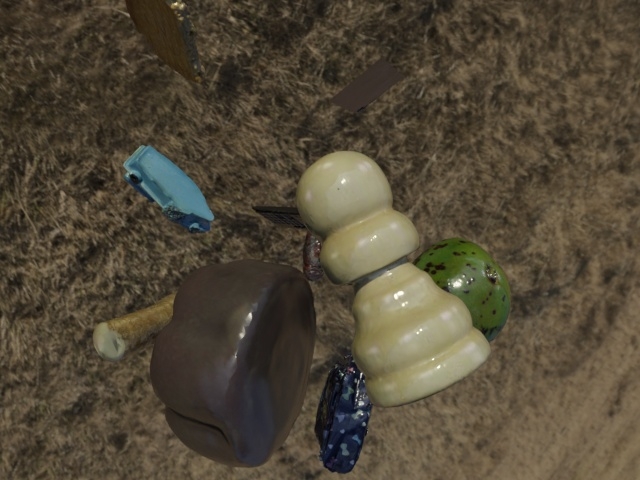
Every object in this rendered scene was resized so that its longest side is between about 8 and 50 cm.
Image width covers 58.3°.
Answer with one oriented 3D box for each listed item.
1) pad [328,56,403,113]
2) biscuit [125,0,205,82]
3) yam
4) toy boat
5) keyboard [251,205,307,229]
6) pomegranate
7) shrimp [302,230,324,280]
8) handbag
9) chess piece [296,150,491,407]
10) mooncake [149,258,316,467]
[{"bbox_3d":[0.084,-0.268,1.006,0.113,0.006,0.187,-35,174,19],"label":"pad"},{"bbox_3d":[-0.281,-0.389,1.025,0.033,0.144,0.224,-53,154,-25],"label":"biscuit"},{"bbox_3d":[-0.277,0.137,1.032,0.081,0.081,0.356,-67,167,14],"label":"yam"},{"bbox_3d":[-0.335,-0.099,1.280,0.238,0.098,0.109,45,48,-19],"label":"toy boat"},{"bbox_3d":[-0.003,-0.033,0.947,0.087,0.250,0.017,34,68,-45],"label":"keyboard"},{"bbox_3d":[0.281,0.124,1.243,0.254,0.254,0.270,-17,160,-34],"label":"pomegranate"},{"bbox_3d":[-0.002,0.000,1.275,0.073,0.074,0.190,-6,104,-47],"label":"shrimp"},{"bbox_3d":[0.052,0.386,1.300,0.113,0.162,0.260,13,93,-1],"label":"handbag"},{"bbox_3d":[0.074,0.032,0.703,0.167,0.167,0.300,-22,85,-31],"label":"chess piece"},{"bbox_3d":[-0.091,0.137,0.682,0.245,0.133,0.245,-32,126,-59],"label":"mooncake"}]
